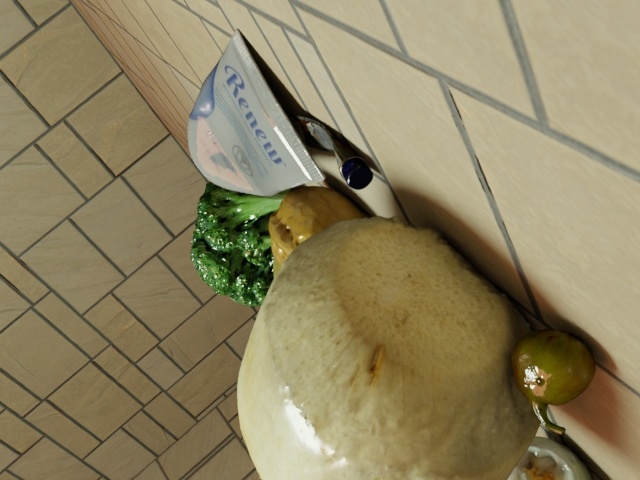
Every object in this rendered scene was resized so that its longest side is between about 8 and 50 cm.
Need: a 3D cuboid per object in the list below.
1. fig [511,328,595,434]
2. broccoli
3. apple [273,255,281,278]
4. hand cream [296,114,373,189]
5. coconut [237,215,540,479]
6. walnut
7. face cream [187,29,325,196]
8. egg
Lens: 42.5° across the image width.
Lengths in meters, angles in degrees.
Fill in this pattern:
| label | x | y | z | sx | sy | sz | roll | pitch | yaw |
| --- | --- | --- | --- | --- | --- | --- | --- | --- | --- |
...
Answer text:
| label | x | y | z | sx | sy | sz | roll | pitch | yaw |
| --- | --- | --- | --- | --- | --- | --- | --- | --- | --- |
| fig | 0.233 | 0.139 | 0.842 | 0.084 | 0.098 | 0.082 | 23 | 180 | 27 |
| broccoli | -0.113 | -0.007 | 1.627 | 0.275 | 0.308 | 0.308 | -15 | 123 | 39 |
| apple | 0.008 | 0.059 | 1.447 | 0.200 | 0.200 | 0.200 | 48 | 173 | 8 |
| hand cream | 0.018 | -0.116 | 1.077 | 0.062 | 0.039 | 0.163 | 53 | 178 | -40 |
| coconut | 0.077 | 0.184 | 1.040 | 0.415 | 0.345 | 0.415 | 46 | 145 | 46 |
| walnut | 0.000 | 0.000 | 1.283 | 0.206 | 0.159 | 0.159 | 46 | 173 | 44 |
| face cream | -0.114 | -0.174 | 1.314 | 0.234 | 0.137 | 0.420 | 61 | 162 | -6 |
| egg | 0.326 | 0.395 | 1.255 | 0.183 | 0.183 | 0.217 | 47 | 165 | 21 |
